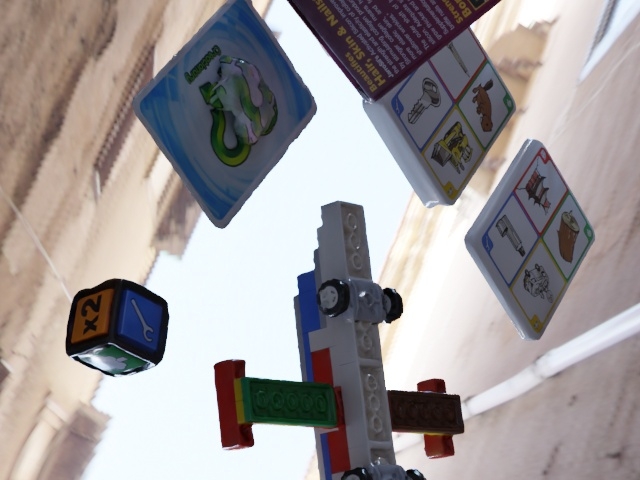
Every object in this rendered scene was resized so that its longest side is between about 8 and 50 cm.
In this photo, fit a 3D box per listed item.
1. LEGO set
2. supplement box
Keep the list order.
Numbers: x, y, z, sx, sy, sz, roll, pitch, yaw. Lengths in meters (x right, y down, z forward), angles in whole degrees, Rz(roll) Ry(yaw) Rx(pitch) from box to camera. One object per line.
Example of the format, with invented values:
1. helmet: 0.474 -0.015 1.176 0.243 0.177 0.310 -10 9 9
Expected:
1. LEGO set: 0.000 0.000 0.590 0.182 0.060 0.244 56 -140 -18
2. supplement box: 0.030 -0.091 0.539 0.083 0.043 0.055 -37 -76 5
